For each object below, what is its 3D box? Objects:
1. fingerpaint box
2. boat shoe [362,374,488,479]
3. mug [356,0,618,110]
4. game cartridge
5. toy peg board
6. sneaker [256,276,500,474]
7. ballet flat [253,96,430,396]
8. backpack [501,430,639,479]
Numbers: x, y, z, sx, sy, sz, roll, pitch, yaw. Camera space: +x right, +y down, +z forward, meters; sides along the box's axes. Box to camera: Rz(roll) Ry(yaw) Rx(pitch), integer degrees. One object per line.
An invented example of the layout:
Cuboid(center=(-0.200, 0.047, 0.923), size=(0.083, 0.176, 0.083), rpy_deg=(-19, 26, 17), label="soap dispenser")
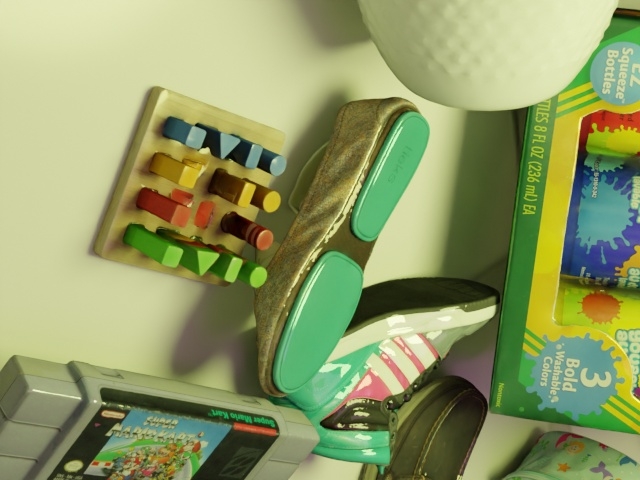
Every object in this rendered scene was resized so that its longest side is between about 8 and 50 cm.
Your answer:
Cuboid(center=(0.392, -0.014, 1.492), size=(0.163, 0.371, 0.445), rpy_deg=(-58, 155, -74), label="fingerpaint box")
Cuboid(center=(0.110, 0.330, 1.585), size=(0.132, 0.130, 0.355), rpy_deg=(27, 89, -46), label="boat shoe")
Cuboid(center=(0.186, -0.317, 1.267), size=(0.374, 0.276, 0.328), rpy_deg=(-30, 132, -38), label="mug")
Cuboid(center=(-0.183, 0.223, 1.263), size=(0.355, 0.068, 0.230), rpy_deg=(18, 121, -46), label="game cartridge")
Cuboid(center=(-0.098, -0.036, 1.262), size=(0.161, 0.079, 0.161), rpy_deg=(16, 97, -46), label="toy peg board")
Cuboid(center=(0.069, 0.151, 1.466), size=(0.295, 0.123, 0.179), rpy_deg=(-14, 113, -30), label="sneaker")
Cuboid(center=(0.000, 0.000, 1.345), size=(0.316, 0.106, 0.107), rpy_deg=(-61, 142, -12), label="ballet flat")
Cuboid(center=(0.332, 0.375, 1.749), size=(0.191, 0.225, 0.254), rpy_deg=(-35, 125, -33), label="backpack")
